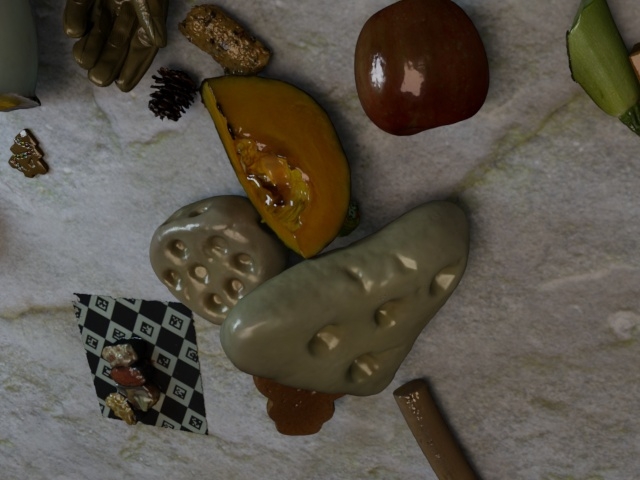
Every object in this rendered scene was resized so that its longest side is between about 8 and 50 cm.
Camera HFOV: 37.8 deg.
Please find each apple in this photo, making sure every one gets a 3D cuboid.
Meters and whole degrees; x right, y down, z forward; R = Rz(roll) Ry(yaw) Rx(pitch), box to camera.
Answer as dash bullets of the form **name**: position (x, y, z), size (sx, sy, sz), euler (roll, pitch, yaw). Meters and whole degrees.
- **apple**: position (0.131, -0.226, 1.239), size (0.181, 0.181, 0.168), euler (-16, 87, 29)

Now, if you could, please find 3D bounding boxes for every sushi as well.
- **sushi**: position (-0.348, 0.243, 1.753), size (0.264, 0.050, 0.290), euler (5, 116, 22)

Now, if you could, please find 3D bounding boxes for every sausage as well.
- **sausage**: position (0.214, 0.365, 1.562), size (0.066, 0.066, 0.301), euler (-23, 102, 31)

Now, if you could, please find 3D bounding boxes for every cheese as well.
- **cheese**: position (-0.159, 0.031, 1.525), size (0.235, 0.117, 0.217), euler (8, 119, 19)
- **cheese**: position (0.030, 0.081, 1.347), size (0.351, 0.328, 0.129), euler (-61, 42, 30)

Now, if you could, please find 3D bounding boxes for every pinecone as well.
- **pinecone**: position (-0.232, -0.226, 1.452), size (0.077, 0.083, 0.077), euler (16, 162, 5)

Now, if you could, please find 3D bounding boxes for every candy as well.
- **candy**: position (0.000, 0.000, 1.486), size (0.058, 0.062, 0.194), euler (8, 142, -31)

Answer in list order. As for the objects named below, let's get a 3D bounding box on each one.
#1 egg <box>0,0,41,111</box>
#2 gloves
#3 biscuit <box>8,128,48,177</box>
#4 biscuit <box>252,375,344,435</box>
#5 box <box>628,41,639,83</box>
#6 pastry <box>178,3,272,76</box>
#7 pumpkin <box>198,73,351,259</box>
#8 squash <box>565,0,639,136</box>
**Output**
- **egg**: position (-0.613, -0.359, 1.408), size (0.355, 0.354, 0.339), euler (-3, 95, 25)
- **gloves**: position (-0.294, -0.384, 1.366), size (0.154, 0.141, 0.331), euler (0, 107, -4)
- **biscuit**: position (-0.517, -0.153, 1.651), size (0.082, 0.016, 0.092), euler (16, 122, 16)
- **biscuit**: position (-0.023, 0.201, 1.555), size (0.186, 0.044, 0.295), euler (6, 119, -12)
- **box**: position (0.519, -0.210, 1.136), size (0.237, 0.070, 0.152), euler (-21, 104, 29)
- **pastry**: position (-0.142, -0.296, 1.392), size (0.140, 0.056, 0.080), euler (42, 131, -8)
- **pumpkin**: position (-0.051, -0.118, 1.412), size (0.148, 0.169, 0.312), euler (-26, 82, -10)
- **squash**: position (0.362, -0.214, 1.197), size (0.075, 0.090, 0.200), euler (-23, 110, 22)
